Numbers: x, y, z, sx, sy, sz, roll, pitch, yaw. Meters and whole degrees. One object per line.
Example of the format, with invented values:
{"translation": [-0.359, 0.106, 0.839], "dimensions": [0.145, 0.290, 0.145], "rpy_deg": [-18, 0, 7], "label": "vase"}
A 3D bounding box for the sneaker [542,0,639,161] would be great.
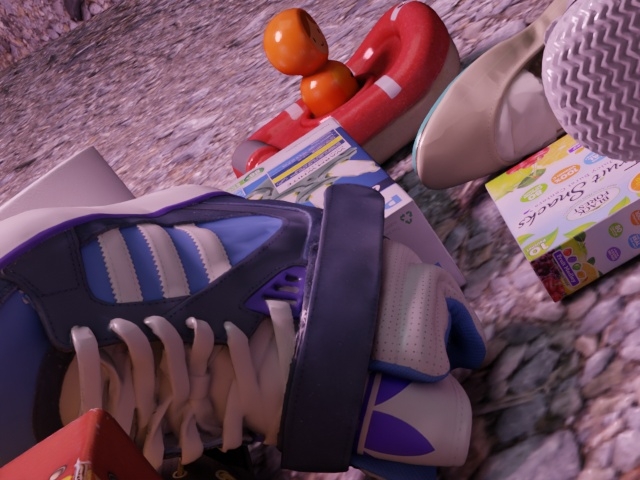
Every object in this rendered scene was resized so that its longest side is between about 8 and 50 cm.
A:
{"translation": [0.300, -0.175, 0.792], "dimensions": [0.366, 0.137, 0.210], "rpy_deg": [-23, 16, 10], "label": "sneaker"}

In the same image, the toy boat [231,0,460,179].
{"translation": [0.007, -0.140, 1.163], "dimensions": [0.231, 0.151, 0.151], "rpy_deg": [-38, 21, -8], "label": "toy boat"}

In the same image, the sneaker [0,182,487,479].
{"translation": [-0.044, 0.067, 0.672], "dimensions": [0.236, 0.130, 0.323], "rpy_deg": [20, 26, 25], "label": "sneaker"}

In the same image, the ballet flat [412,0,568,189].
{"translation": [0.167, -0.119, 0.982], "dimensions": [0.248, 0.086, 0.086], "rpy_deg": [-46, 23, -29], "label": "ballet flat"}

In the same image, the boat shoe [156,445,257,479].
{"translation": [-0.065, 0.149, 0.726], "dimensions": [0.069, 0.081, 0.228], "rpy_deg": [-39, 17, 0], "label": "boat shoe"}

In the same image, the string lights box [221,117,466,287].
{"translation": [0.000, 0.000, 0.965], "dimensions": [0.133, 0.076, 0.259], "rpy_deg": [-34, 20, 0], "label": "string lights box"}

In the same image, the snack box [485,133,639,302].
{"translation": [0.166, -0.026, 0.819], "dimensions": [0.100, 0.037, 0.141], "rpy_deg": [-32, 20, 9], "label": "snack box"}

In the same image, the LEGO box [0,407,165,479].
{"translation": [-0.217, 0.323, 0.401], "dimensions": [0.500, 0.193, 0.372], "rpy_deg": [-34, 18, 4], "label": "LEGO box"}

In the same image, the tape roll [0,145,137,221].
{"translation": [-0.203, 0.071, 0.921], "dimensions": [0.246, 0.169, 0.246], "rpy_deg": [-38, 8, 6], "label": "tape roll"}
